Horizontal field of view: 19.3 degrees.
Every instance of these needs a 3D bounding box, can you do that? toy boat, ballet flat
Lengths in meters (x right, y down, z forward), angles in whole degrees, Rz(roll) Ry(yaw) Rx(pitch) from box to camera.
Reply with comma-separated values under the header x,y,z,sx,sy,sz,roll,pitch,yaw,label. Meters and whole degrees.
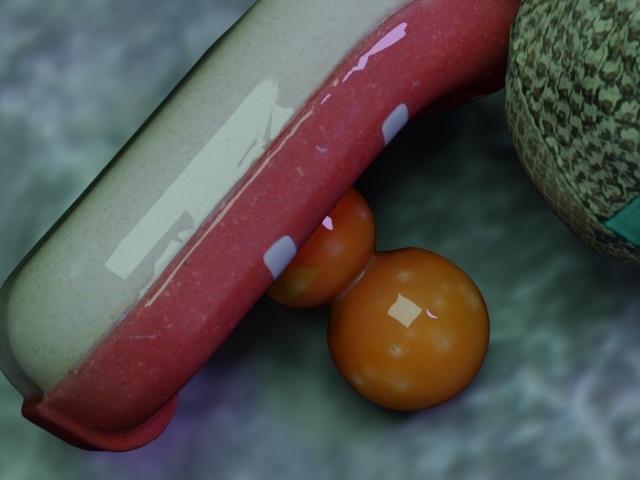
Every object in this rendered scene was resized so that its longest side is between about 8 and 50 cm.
x,y,z,sx,sy,sz,roll,pitch,yaw,label
0.000,0.000,0.681,0.151,0.151,0.231,42,76,-8,toy boat
0.212,-0.211,0.642,0.164,0.182,0.483,28,74,-6,ballet flat
